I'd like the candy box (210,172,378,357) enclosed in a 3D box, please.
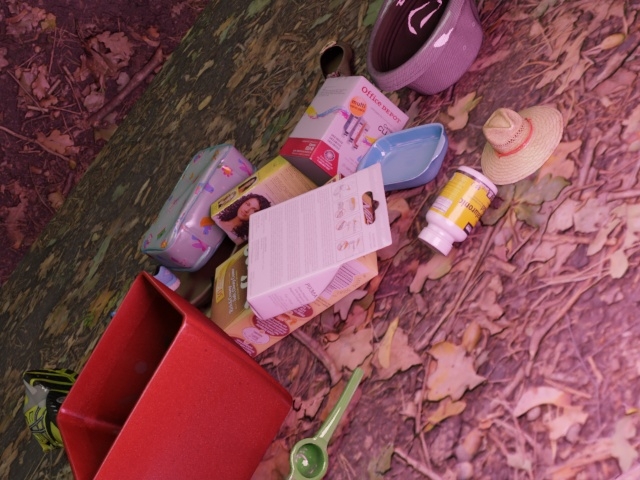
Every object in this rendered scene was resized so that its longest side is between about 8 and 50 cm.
[{"bbox_3d":[-0.051,0.051,1.307,0.316,0.087,0.183,-36,34,28],"label":"candy box"}]

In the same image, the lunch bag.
[{"bbox_3d":[-0.253,-0.069,1.643,0.224,0.108,0.279,-7,50,60],"label":"lunch bag"}]

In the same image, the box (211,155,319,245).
[{"bbox_3d":[-0.095,-0.092,1.498,0.232,0.087,0.058,-36,29,12],"label":"box"}]

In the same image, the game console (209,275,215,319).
[{"bbox_3d":[-0.203,0.146,1.454,0.071,0.107,0.122,-22,32,-2],"label":"game console"}]

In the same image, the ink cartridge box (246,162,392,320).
[{"bbox_3d":[0.000,0.000,1.172,0.232,0.066,0.189,-18,42,14],"label":"ink cartridge box"}]

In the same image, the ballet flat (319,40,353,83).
[{"bbox_3d":[0.028,-0.381,1.704,0.084,0.058,0.250,-39,31,24],"label":"ballet flat"}]

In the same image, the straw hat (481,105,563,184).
[{"bbox_3d":[0.261,-0.151,1.093,0.144,0.061,0.144,-37,32,27],"label":"straw hat"}]

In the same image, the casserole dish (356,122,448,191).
[{"bbox_3d":[0.137,-0.129,1.273,0.188,0.037,0.114,-7,52,50],"label":"casserole dish"}]

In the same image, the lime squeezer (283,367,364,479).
[{"bbox_3d":[-0.034,0.306,1.040,0.310,0.059,0.110,-49,-2,3],"label":"lime squeezer"}]

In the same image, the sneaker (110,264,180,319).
[{"bbox_3d":[-0.368,0.109,1.600,0.162,0.073,0.063,-41,11,-33],"label":"sneaker"}]

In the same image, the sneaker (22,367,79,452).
[{"bbox_3d":[-0.524,0.380,1.646,0.384,0.145,0.147,13,100,57],"label":"sneaker"}]

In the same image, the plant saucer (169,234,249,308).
[{"bbox_3d":[-0.235,0.037,1.654,0.278,0.041,0.278,-37,32,29],"label":"plant saucer"}]

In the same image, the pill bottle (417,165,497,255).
[{"bbox_3d":[0.186,-0.039,1.076,0.116,0.065,0.065,-55,28,-2],"label":"pill bottle"}]

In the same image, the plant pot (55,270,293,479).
[{"bbox_3d":[-0.203,0.238,1.158,0.267,0.235,0.267,-60,27,-2],"label":"plant pot"}]

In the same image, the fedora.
[{"bbox_3d":[0.197,-0.363,1.358,0.243,0.124,0.275,-13,56,53],"label":"fedora"}]

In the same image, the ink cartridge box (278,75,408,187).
[{"bbox_3d":[0.041,-0.186,1.391,0.176,0.128,0.127,-59,29,-8],"label":"ink cartridge box"}]

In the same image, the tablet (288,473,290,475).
[{"bbox_3d":[-0.038,0.351,1.038,0.054,0.006,0.083,-56,28,-4],"label":"tablet"}]
